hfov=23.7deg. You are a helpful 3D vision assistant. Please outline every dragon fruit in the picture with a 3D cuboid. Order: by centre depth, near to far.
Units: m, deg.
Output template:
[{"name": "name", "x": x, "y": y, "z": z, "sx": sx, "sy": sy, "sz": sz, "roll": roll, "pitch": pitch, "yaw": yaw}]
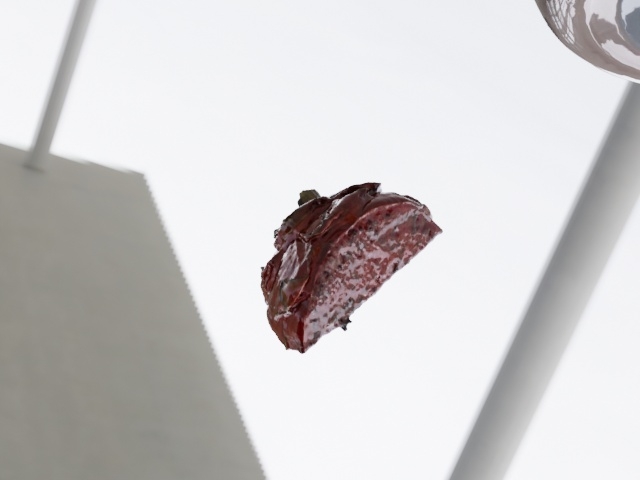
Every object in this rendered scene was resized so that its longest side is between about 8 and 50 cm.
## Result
[{"name": "dragon fruit", "x": 0.000, "y": 0.000, "z": 1.165, "sx": 0.162, "sy": 0.083, "sz": 0.106, "roll": -44, "pitch": -139, "yaw": -20}]

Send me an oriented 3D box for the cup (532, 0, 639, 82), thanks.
[{"name": "cup", "x": 0.197, "y": -0.182, "z": 0.669, "sx": 0.253, "sy": 0.191, "sz": 0.200, "roll": 10, "pitch": -118, "yaw": -23}]
